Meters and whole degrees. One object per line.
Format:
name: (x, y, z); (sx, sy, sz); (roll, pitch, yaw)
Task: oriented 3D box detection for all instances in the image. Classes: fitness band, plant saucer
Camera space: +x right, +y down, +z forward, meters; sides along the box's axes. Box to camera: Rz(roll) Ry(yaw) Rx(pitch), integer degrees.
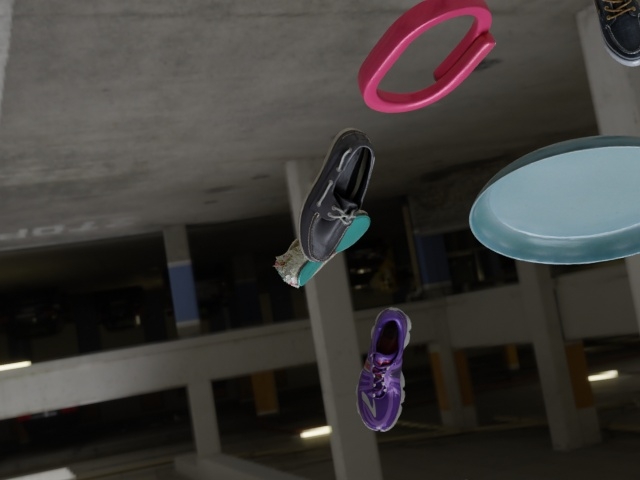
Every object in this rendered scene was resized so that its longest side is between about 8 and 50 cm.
fitness band: (0.188, -0.333, 1.452); (0.209, 0.054, 0.291); (-4, 154, -30)
plant saucer: (0.360, -0.054, 1.089); (0.317, 0.044, 0.318); (1, 154, 1)

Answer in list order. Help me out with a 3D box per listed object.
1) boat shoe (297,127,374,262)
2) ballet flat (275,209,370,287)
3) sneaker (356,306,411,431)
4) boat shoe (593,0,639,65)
boat shoe: (0.023, -0.056, 1.147); (0.075, 0.206, 0.065); (13, -163, -24)
ballet flat: (0.000, 0.000, 1.593); (0.077, 0.091, 0.241); (29, -131, 29)
sneaker: (0.081, 0.175, 1.098); (0.068, 0.170, 0.071); (6, 178, 12)
boat shoe: (0.450, -0.357, 1.228); (0.065, 0.183, 0.083); (-19, 155, 15)
